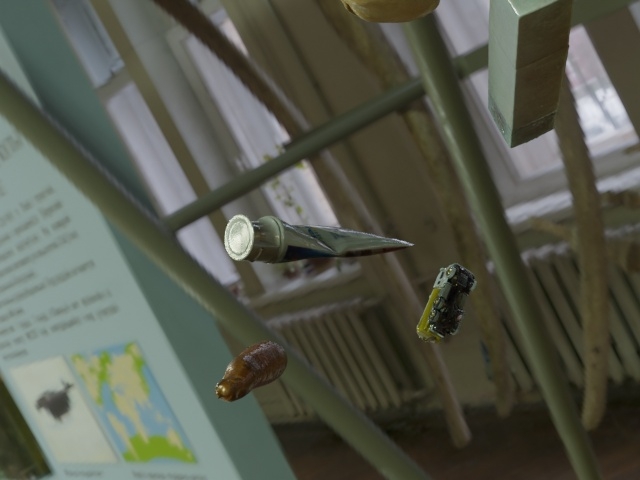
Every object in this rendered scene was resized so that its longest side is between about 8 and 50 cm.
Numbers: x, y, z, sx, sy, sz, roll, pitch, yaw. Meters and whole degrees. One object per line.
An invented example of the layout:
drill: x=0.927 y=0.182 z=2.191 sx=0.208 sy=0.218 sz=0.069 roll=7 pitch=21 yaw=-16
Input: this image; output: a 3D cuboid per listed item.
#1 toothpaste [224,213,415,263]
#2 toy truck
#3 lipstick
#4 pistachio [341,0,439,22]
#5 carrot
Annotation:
toothpaste: x=0.000 y=0.000 z=1.340 sx=0.266 sy=0.061 sz=0.096 roll=1 pitch=10 yaw=-41
toy truck: x=0.194 y=0.100 z=1.634 sx=0.063 sy=0.052 sz=0.123 roll=-24 pitch=38 yaw=62
lipstick: x=0.262 y=-0.232 z=1.326 sx=0.076 sy=0.080 sz=0.371 roll=-24 pitch=-20 yaw=0
pistachio: x=0.103 y=-0.406 z=1.596 sx=0.200 sy=0.145 sz=0.117 roll=3 pitch=20 yaw=-26
carrot: x=-0.087 y=0.164 z=1.311 sx=0.059 sy=0.059 sz=0.248 roll=-27 pitch=-3 yaw=10
